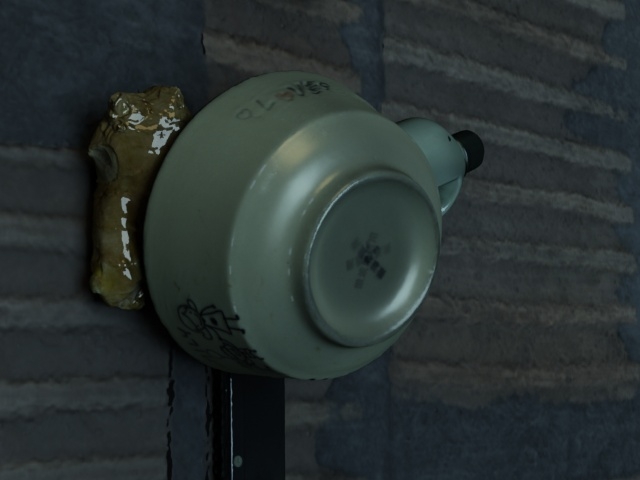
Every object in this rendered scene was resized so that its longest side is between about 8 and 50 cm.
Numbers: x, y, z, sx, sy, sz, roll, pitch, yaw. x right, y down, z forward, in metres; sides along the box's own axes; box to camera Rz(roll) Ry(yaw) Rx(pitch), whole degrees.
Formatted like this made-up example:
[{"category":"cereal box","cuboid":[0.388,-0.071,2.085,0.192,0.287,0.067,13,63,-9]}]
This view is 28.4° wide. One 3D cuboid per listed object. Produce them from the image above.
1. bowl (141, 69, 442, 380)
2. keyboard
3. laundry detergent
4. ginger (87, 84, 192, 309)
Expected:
[{"category":"bowl","cuboid":[0.000,0.000,0.920,0.237,0.126,0.238,-11,109,-36]},{"category":"keyboard","cuboid":[-0.056,0.115,1.005,0.072,0.023,0.231,6,81,-50]},{"category":"laundry detergent","cuboid":[0.067,-0.052,1.110,0.225,0.070,0.099,-24,102,-44]},{"category":"ginger","cuboid":[-0.126,-0.032,0.931,0.096,0.067,0.165,4,97,-48]}]
